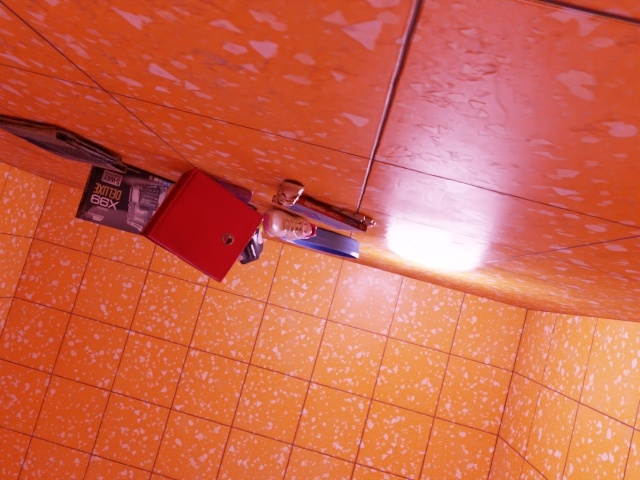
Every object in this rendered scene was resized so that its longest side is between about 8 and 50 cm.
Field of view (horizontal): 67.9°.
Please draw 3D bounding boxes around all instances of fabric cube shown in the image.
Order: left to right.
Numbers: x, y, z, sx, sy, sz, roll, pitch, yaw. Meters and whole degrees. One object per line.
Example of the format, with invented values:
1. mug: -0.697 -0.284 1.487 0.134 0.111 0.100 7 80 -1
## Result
1. fabric cube: -0.382 -0.050 1.521 0.258 0.254 0.259 37 167 -22

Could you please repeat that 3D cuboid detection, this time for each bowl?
1. bowl: 0.000 0.000 2.252 0.392 0.077 0.391 15 175 1

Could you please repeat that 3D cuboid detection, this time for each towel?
1. towel: -0.824 -0.313 1.515 0.325 0.056 0.312 16 173 20

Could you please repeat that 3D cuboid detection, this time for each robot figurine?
1. robot figurine: -0.360 -0.015 2.233 0.209 0.173 0.278 17 140 22

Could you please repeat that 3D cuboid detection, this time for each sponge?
1. sponge: -0.301 -0.160 1.643 0.117 0.031 0.210 16 174 -13

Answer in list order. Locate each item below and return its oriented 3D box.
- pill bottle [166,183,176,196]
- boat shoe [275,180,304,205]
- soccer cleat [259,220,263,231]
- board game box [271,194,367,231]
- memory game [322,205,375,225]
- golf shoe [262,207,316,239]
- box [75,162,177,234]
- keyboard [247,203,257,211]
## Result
1. pill bottle: -0.475 -0.157 1.774 0.180 0.107 0.108 14 175 15
2. boat shoe: -0.085 -0.120 1.275 0.063 0.059 0.170 16 175 -12
3. soccer cleat: -0.390 -0.088 2.380 0.289 0.093 0.121 10 169 45
4. board game box: 0.000 -0.082 1.481 0.282 0.027 0.145 21 172 -38
5. memory game: 0.083 -0.078 1.501 0.186 0.012 0.186 16 175 1
6. golf shoe: -0.116 -0.062 1.846 0.140 0.115 0.306 2 177 21
7. box: -0.717 -0.154 1.778 0.308 0.242 0.077 21 173 -40
8. keyboard: -0.356 -0.150 1.981 0.180 0.023 0.108 15 175 12
